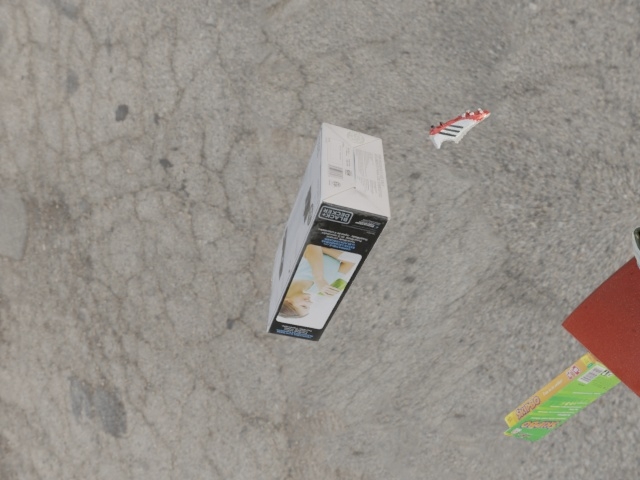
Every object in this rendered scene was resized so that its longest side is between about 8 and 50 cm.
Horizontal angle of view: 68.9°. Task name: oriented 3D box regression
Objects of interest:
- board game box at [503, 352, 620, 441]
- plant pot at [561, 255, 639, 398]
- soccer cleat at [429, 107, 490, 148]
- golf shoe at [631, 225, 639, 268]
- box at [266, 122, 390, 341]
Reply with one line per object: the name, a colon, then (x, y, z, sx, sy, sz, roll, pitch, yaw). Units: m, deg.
board game box: (0.517, 0.347, 1.007, 0.259, 0.124, 0.039, -54, 30, 22)
plant pot: (0.554, 0.119, 0.614, 0.268, 0.267, 0.235, 20, 107, -11)
soccer cleat: (0.191, -0.153, 0.637, 0.083, 0.029, 0.035, -20, 112, 12)
golf shoe: (0.419, 0.045, 0.522, 0.069, 0.086, 0.176, -48, 31, 13)
box: (0.000, 0.000, 0.681, 0.169, 0.087, 0.289, -89, 17, -44)
